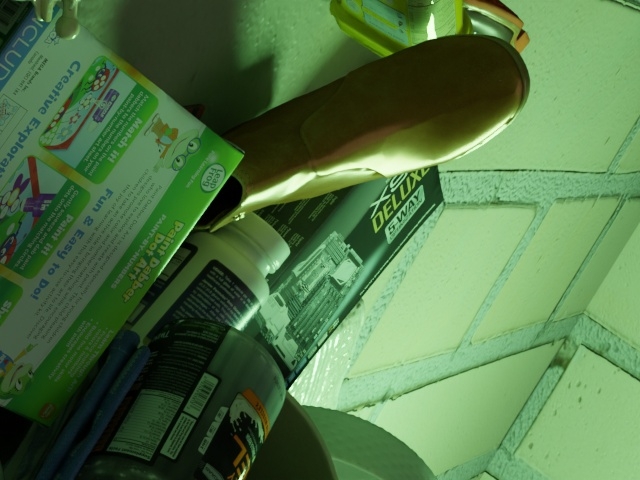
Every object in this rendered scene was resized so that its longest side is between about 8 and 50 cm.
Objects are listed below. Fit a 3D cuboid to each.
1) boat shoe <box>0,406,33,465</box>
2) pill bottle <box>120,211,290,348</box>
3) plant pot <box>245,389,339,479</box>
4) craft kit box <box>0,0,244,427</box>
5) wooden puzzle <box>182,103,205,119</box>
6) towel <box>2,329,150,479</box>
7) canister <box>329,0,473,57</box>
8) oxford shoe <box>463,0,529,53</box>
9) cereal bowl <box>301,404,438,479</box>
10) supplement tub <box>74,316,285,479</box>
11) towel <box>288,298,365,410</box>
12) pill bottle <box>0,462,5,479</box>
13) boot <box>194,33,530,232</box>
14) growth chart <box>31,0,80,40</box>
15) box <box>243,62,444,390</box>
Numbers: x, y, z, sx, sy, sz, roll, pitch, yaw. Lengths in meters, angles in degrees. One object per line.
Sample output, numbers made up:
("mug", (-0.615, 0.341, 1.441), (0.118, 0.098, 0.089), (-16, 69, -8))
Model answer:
("boat shoe", (-0.232, 0.077, 1.244), (0.080, 0.073, 0.223), (21, 107, -46))
("pill bottle", (-0.106, 0.053, 1.464), (0.169, 0.094, 0.094), (-50, 160, -14))
("plant pot", (-0.164, 0.256, 1.409), (0.274, 0.256, 0.256), (-23, -172, 45))
("craft kit box", (-0.197, -0.018, 1.094), (0.250, 0.061, 0.246), (-54, 141, -2))
("wooden puzzle", (-0.119, -0.088, 1.336), (0.083, 0.006, 0.049), (-19, 140, -59))
("towel", (-0.229, 0.183, 1.260), (0.209, 0.034, 0.285), (-60, -169, -26))
("canister", (0.063, -0.228, 1.362), (0.073, 0.126, 0.170), (-50, 158, -17))
("oxford shoe", (0.145, -0.205, 1.645), (0.098, 0.097, 0.271), (-51, 161, 6))
("cereal bowl", (-0.009, 0.308, 1.819), (0.141, 0.339, 0.339), (-75, -177, -52))
("supplement tub", (-0.111, 0.161, 1.221), (0.117, 0.117, 0.190), (99, 15, -51))
("towel", (-0.039, 0.203, 1.940), (0.187, 0.049, 0.282), (-37, 153, -44))
("pill bottle", (-0.335, 0.200, 1.124), (0.216, 0.121, 0.121), (-40, 156, -36))
("boot", (0.008, -0.076, 1.326), (0.295, 0.104, 0.211), (-16, -171, 41))
("growth chart", (-0.186, -0.207, 0.887), (0.237, 0.021, 0.172), (0, 99, -67))
("box", (0.000, 0.000, 1.656), (0.307, 0.076, 0.242), (-50, 160, -14))
